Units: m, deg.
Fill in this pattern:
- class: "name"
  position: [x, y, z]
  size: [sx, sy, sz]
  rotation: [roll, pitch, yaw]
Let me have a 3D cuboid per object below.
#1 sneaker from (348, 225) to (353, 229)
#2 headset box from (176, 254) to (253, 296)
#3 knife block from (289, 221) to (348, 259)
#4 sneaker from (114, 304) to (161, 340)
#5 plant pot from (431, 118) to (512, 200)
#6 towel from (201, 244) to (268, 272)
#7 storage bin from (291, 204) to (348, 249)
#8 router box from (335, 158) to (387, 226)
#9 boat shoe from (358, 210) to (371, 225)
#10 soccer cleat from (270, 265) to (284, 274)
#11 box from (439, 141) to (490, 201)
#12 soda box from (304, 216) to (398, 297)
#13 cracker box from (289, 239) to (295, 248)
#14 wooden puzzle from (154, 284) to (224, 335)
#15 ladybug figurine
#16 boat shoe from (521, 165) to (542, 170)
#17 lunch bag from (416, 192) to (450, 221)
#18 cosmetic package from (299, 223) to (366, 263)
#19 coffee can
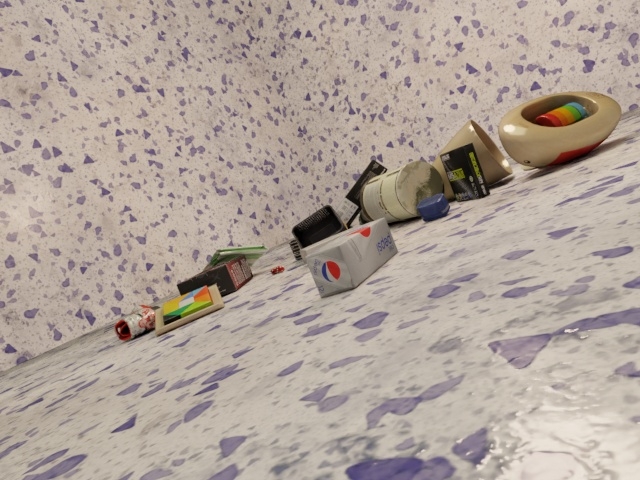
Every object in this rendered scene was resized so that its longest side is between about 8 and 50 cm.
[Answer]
- class: "sneaker"
  position: [0.043, -0.030, 2.282]
  size: [0.228, 0.086, 0.132]
  rotation: [-22, 6, -11]
- class: "headset box"
  position: [-0.414, 0.162, 1.999]
  size: [0.218, 0.110, 0.293]
  rotation: [-22, 3, 8]
- class: "knife block"
  position: [0.000, 0.000, 2.064]
  size: [0.275, 0.088, 0.242]
  rotation: [-22, 4, 12]
- class: "sneaker"
  position: [-0.668, 0.293, 1.791]
  size: [0.145, 0.090, 0.270]
  rotation: [-22, 6, -41]
- class: "plant pot"
  position: [0.541, -0.276, 1.941]
  size: [0.274, 0.256, 0.256]
  rotation: [-38, -4, 28]
- class: "towel"
  position: [-0.394, 0.108, 2.247]
  size: [0.247, 0.038, 0.325]
  rotation: [-6, -23, -34]
- class: "storage bin"
  position: [-0.001, -0.031, 1.888]
  size: [0.180, 0.122, 0.084]
  rotation: [-33, -27, 5]
- class: "router box"
  position: [0.144, -0.161, 2.121]
  size: [0.309, 0.081, 0.243]
  rotation: [-54, -4, -16]
- class: "boat shoe"
  position: [0.231, -0.101, 2.347]
  size: [0.319, 0.116, 0.099]
  rotation: [-57, -9, -71]
- class: "soccer cleat"
  position: [-0.158, 0.108, 1.918]
  size: [0.035, 0.029, 0.083]
  rotation: [-31, 5, -43]
- class: "box"
  position: [0.494, -0.230, 1.740]
  size: [0.045, 0.184, 0.190]
  rotation: [-24, 5, -9]
- class: "soda box"
  position: [0.080, 0.031, 1.153]
  size: [0.091, 0.098, 0.286]
  rotation: [-20, 4, 30]
- class: "cracker box"
  position: [-0.031, -0.005, 2.469]
  size: [0.155, 0.067, 0.232]
  rotation: [-24, 4, -30]
- class: "wooden puzzle"
  position: [-0.430, 0.213, 1.632]
  size: [0.220, 0.044, 0.238]
  rotation: [-23, 15, -12]
- class: "ladybug figurine"
  position: [0.805, -0.372, 1.709]
  size: [0.449, 0.162, 0.305]
  rotation: [-22, 39, -14]
- class: "boat shoe"
  position: [0.790, -0.278, 1.813]
  size: [0.043, 0.049, 0.137]
  rotation: [29, -35, -35]
- class: "lunch bag"
  position: [0.359, -0.099, 1.612]
  size: [0.098, 0.065, 0.067]
  rotation: [-18, 21, 39]
- class: "cosmetic package"
  position: [0.052, 0.015, 1.774]
  size: [0.239, 0.061, 0.099]
  rotation: [-23, 6, -14]
- class: "coffee can"
  position: [0.299, -0.171, 1.897]
  size: [0.201, 0.202, 0.275]
  rotation: [-24, 5, -23]
